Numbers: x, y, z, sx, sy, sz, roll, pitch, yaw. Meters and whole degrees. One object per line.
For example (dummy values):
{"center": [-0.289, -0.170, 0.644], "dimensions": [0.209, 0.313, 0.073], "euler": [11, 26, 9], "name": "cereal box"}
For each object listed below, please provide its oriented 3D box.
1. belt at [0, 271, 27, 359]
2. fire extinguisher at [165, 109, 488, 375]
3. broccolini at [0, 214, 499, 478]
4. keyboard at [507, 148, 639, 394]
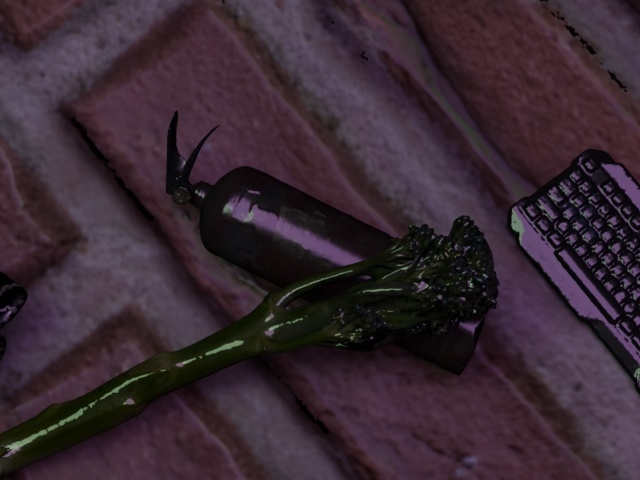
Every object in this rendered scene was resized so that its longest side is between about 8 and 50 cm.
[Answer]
{"center": [-0.347, 0.123, 1.264], "dimensions": [0.094, 0.126, 0.359], "euler": [35, 53, 20], "name": "belt"}
{"center": [0.000, 0.000, 1.398], "dimensions": [0.267, 0.072, 0.089], "euler": [26, 115, 3], "name": "fire extinguisher"}
{"center": [-0.060, 0.089, 1.332], "dimensions": [0.392, 0.074, 0.079], "euler": [-26, 83, 3], "name": "broccolini"}
{"center": [0.253, 0.053, 1.436], "dimensions": [0.106, 0.016, 0.262], "euler": [-36, 80, -13], "name": "keyboard"}
